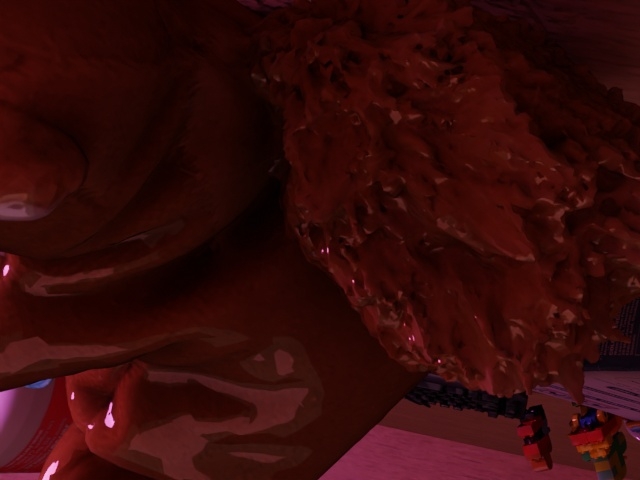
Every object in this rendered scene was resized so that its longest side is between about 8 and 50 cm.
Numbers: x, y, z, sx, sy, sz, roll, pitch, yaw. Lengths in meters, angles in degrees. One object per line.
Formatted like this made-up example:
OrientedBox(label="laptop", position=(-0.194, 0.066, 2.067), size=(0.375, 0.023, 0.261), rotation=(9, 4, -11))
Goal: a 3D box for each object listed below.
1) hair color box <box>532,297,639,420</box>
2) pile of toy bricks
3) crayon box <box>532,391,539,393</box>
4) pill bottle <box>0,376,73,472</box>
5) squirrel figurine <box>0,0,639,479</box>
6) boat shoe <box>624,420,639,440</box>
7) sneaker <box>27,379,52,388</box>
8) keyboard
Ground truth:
OrientedBox(label="hair color box", position=(0.266, 0.067, 1.255), size=(0.174, 0.105, 0.347), rotation=(17, 169, -21))
OrientedBox(label="pile of toy bricks", position=(0.273, 0.195, 1.679), size=(0.118, 0.105, 0.212), rotation=(-16, -176, 28))
OrientedBox(label="crayon box", position=(0.104, 0.074, 1.574), size=(0.319, 0.081, 0.202), rotation=(9, 170, 25))
OrientedBox(label="pill bottle", position=(-0.240, 0.125, 1.794), size=(0.229, 0.229, 0.408), rotation=(5, 178, 38))
OrientedBox(label="squirrel figurine", position=(-0.041, -0.046, 0.762), size=(0.397, 0.281, 0.370), rotation=(-4, 155, 15))
OrientedBox(label="boat shoe", position=(0.439, 0.188, 1.757), size=(0.255, 0.095, 0.079), rotation=(-4, 160, 19))
OrientedBox(label="sneaker", position=(-0.230, 0.049, 1.548), size=(0.124, 0.178, 0.295), rotation=(8, 165, 28))
OrientedBox(label="keyboard", position=(0.039, 0.128, 1.642), size=(0.317, 0.033, 0.201), rotation=(12, 171, 8))
